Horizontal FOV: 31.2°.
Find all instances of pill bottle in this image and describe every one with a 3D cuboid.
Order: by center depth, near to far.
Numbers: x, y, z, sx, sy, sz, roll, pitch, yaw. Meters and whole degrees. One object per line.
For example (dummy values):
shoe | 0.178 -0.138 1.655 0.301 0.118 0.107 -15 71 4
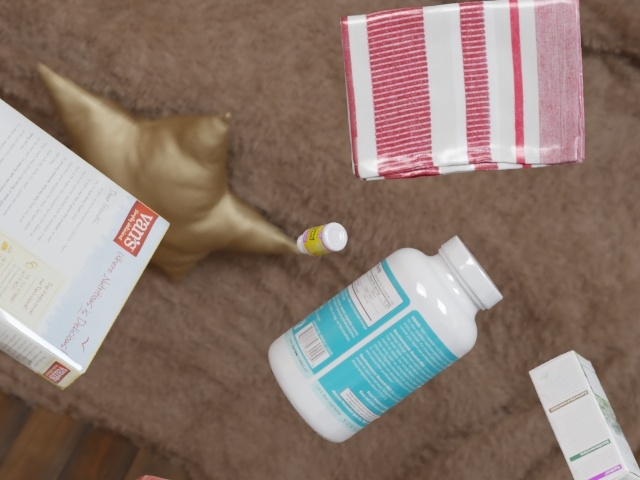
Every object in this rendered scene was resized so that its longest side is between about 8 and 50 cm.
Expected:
pill bottle | 0.080 0.108 1.340 0.264 0.146 0.146 -36 118 8
pill bottle | 0.000 0.000 1.723 0.043 0.043 0.083 44 149 -22

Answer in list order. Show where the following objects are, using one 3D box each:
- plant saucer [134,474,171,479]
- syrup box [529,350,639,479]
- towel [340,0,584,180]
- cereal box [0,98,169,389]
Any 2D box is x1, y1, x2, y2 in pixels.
plant saucer | -0.201 0.396 1.612 0.258 0.048 0.259 20 147 -27
syrup box | 0.457 0.320 1.976 0.096 0.237 0.093 -31 148 21
towel | 0.200 -0.211 1.595 0.329 0.037 0.237 -5 99 3
cereal box | -0.254 -0.017 0.904 0.240 0.173 0.047 38 137 -14
